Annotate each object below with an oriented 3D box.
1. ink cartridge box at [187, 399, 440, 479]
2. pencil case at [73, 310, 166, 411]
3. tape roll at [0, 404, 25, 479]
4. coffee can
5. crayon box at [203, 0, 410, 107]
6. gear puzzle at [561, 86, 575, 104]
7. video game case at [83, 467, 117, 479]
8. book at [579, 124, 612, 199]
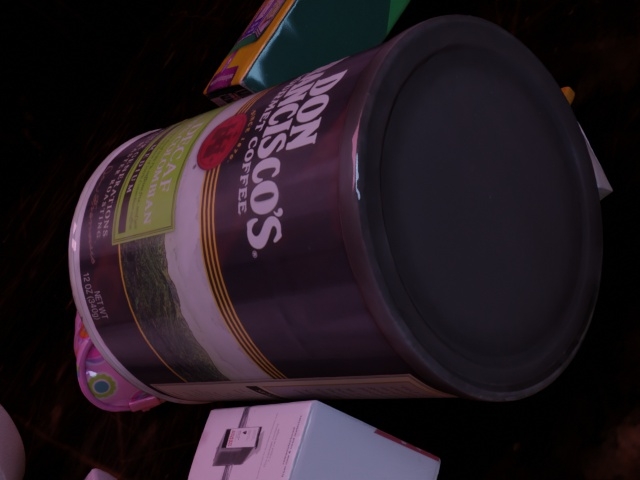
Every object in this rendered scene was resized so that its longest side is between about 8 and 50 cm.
[{"bbox_3d":[-0.008,0.145,0.615,0.135,0.099,0.056,-20,47,57],"label":"ink cartridge box"},{"bbox_3d":[-0.216,0.088,1.114,0.124,0.124,0.284,-54,21,5],"label":"pencil case"},{"bbox_3d":[-0.561,0.266,1.212,0.392,0.392,0.072,-42,26,31],"label":"tape roll"},{"bbox_3d":[0.000,0.000,0.608,0.275,0.201,0.202,-12,47,47],"label":"coffee can"},{"bbox_3d":[0.011,-0.268,1.099,0.313,0.106,0.363,-55,14,-1],"label":"crayon box"},{"bbox_3d":[0.088,-0.072,0.812,0.339,0.044,0.175,-9,49,58],"label":"gear puzzle"},{"bbox_3d":[-0.265,0.402,0.870,0.300,0.036,0.329,-54,22,5],"label":"video game case"},{"bbox_3d":[0.113,-0.031,0.660,0.144,0.035,0.096,-40,56,33],"label":"book"}]
